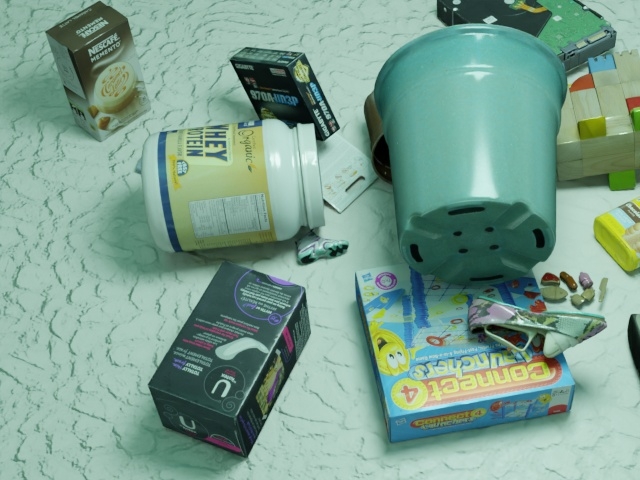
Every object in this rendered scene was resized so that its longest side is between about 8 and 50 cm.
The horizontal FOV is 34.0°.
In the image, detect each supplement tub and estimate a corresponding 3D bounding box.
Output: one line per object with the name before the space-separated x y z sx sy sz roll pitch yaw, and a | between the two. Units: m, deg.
supplement tub | -0.156 -0.104 1.934 0.316 0.228 0.228 -7 50 0

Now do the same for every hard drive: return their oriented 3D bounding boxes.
hard drive | 0.443 -0.475 2.279 0.237 0.064 0.339 -28 48 -17

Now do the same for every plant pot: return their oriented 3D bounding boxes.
plant pot | 0.163 -0.222 2.057 0.167 0.167 0.165 -11 43 -4
plant pot | 0.256 -0.127 1.764 0.341 0.341 0.334 0 55 5

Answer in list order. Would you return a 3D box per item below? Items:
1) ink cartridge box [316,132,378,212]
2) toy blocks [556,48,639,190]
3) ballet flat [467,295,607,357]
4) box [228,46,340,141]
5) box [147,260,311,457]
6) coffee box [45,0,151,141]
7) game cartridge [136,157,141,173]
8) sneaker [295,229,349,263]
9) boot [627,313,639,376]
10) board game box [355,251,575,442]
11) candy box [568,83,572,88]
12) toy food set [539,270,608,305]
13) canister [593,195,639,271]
ink cartridge box | 0.015 -0.143 2.085 0.179 0.045 0.145 40 62 12
toy blocks | 0.585 -0.259 2.022 0.381 0.191 0.261 -8 46 11
ballet flat | 0.344 0.145 1.682 0.221 0.077 0.079 9 70 18
box | -0.072 -0.291 2.067 0.051 0.175 0.220 -40 32 -22
box | -0.143 0.195 1.742 0.165 0.143 0.270 17 54 17
coffee box | -0.452 -0.346 2.149 0.141 0.246 0.098 -39 57 -24
game cartridge | -0.338 -0.165 2.141 0.056 0.017 0.083 18 54 23
sneaker | 0.000 0.000 1.958 0.098 0.038 0.069 -13 51 -6
boot | 0.613 0.212 1.699 0.178 0.085 0.236 -5 50 -2
board game box | 0.234 0.166 1.768 0.308 0.086 0.302 -10 50 -3
candy box | 0.542 -0.281 2.147 0.205 0.027 0.105 -3 53 3
toy food set | 0.446 0.084 1.863 0.122 0.019 0.078 9 51 22
canister | 0.600 -0.026 1.903 0.169 0.073 0.126 -24 52 -13
